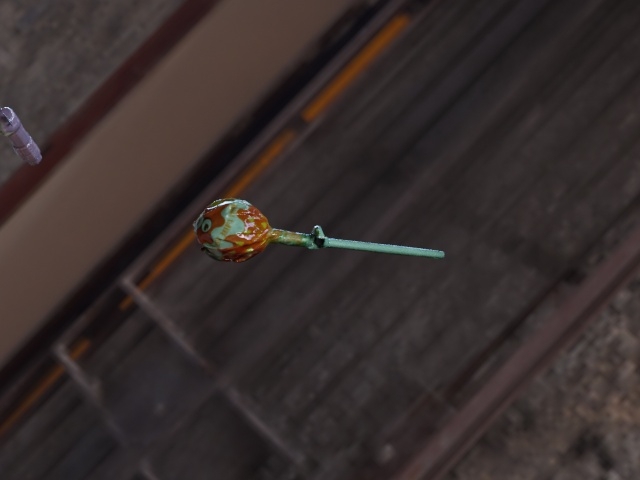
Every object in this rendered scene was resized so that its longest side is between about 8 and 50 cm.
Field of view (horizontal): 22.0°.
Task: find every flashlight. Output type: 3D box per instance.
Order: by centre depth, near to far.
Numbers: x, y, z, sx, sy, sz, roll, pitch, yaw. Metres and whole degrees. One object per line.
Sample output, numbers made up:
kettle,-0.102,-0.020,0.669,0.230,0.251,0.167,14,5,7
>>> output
flashlight,-0.384,-0.131,2.077,0.052,0.031,0.110,49,-9,38

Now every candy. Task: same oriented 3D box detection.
candy,0.000,0.000,1.187,0.185,0.049,0.055,6,17,-8
